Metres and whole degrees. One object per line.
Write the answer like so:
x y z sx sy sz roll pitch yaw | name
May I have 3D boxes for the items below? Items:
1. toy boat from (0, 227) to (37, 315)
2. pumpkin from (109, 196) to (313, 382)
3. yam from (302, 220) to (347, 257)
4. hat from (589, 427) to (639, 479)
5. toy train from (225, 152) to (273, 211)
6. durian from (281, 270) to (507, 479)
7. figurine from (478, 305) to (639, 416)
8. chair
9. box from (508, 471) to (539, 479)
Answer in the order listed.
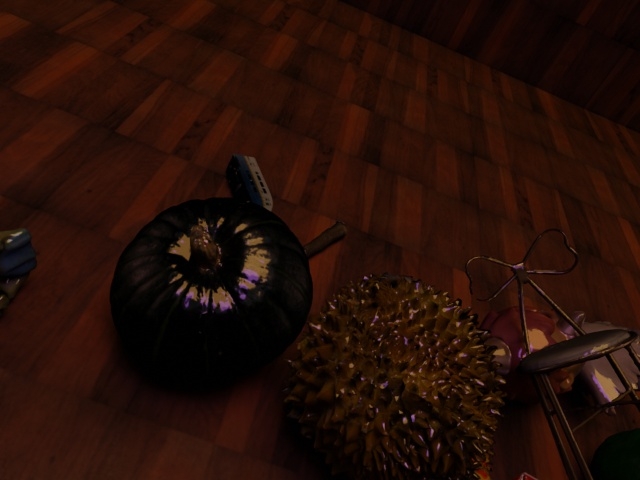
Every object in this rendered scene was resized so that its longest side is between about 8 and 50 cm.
-0.412 0.085 0.579 0.084 0.111 0.276 18 40 -1 | toy boat
-0.134 0.052 0.689 0.250 0.216 0.249 0 58 0 | pumpkin
0.000 0.000 0.965 0.129 0.027 0.033 -30 103 -48 | yam
0.547 0.390 0.671 0.285 0.285 0.400 4 32 -25 | hat
-0.110 -0.056 0.952 0.051 0.052 0.234 4 43 -32 | toy train
0.098 0.179 0.666 0.293 0.258 0.258 34 37 -15 | durian
0.353 0.168 0.862 0.387 0.166 0.207 10 38 -21 | figurine
0.315 0.141 0.699 0.170 0.160 0.325 39 30 -76 | chair
0.294 0.358 0.650 0.229 0.123 0.050 29 48 3 | box
